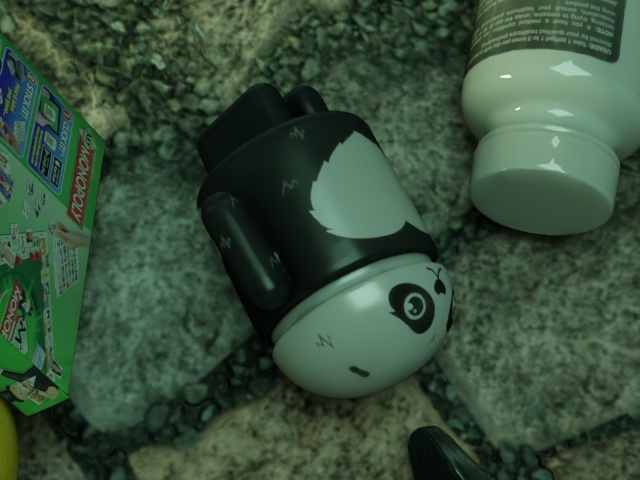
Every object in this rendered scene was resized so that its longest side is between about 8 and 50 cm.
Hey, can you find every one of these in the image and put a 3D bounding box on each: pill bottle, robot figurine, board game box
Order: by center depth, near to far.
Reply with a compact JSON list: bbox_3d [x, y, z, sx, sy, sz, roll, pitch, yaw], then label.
[{"bbox_3d":[-0.268,-0.042,1.267,0.046,0.213,0.317,-26,37,20],"label":"board game box"},{"bbox_3d":[0.003,-0.001,1.355,0.209,0.173,0.278,-22,71,-16],"label":"robot figurine"},{"bbox_3d":[0.226,-0.173,1.458,0.176,0.176,0.318,13,65,-2],"label":"pill bottle"}]

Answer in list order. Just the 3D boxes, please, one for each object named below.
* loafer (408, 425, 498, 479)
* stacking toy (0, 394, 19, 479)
[{"bbox_3d":[0.138,0.227,1.346,0.061,0.062,0.170,-23,74,-39],"label":"loafer"},{"bbox_3d":[-0.348,0.151,1.210,0.480,0.350,0.350,41,67,-7],"label":"stacking toy"}]
